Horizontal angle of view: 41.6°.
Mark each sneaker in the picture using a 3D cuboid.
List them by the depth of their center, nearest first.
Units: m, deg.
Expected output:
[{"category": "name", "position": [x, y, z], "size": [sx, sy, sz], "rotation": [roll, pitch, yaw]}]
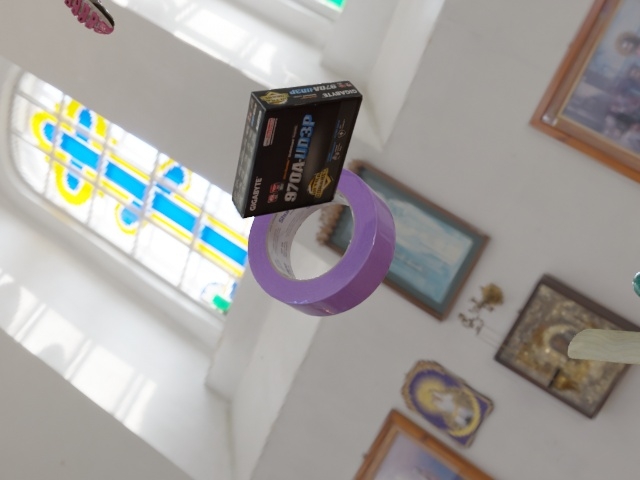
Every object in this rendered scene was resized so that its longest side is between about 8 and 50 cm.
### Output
[{"category": "sneaker", "position": [-0.420, -0.443, 1.490], "size": [0.075, 0.170, 0.063], "rotation": [-52, 12, -32]}]

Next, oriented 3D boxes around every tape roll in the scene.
[{"category": "tape roll", "position": [0.000, 0.000, 1.584], "size": [0.275, 0.275, 0.090], "rotation": [-58, -35, -3]}]

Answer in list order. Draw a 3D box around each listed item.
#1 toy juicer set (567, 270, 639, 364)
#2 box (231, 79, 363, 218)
[{"category": "toy juicer set", "position": [0.381, 0.001, 0.733], "size": [0.089, 0.209, 0.329], "rotation": [21, -84, -41]}, {"category": "box", "position": [-0.040, -0.144, 1.335], "size": [0.175, 0.051, 0.220], "rotation": [-12, -41, -29]}]
